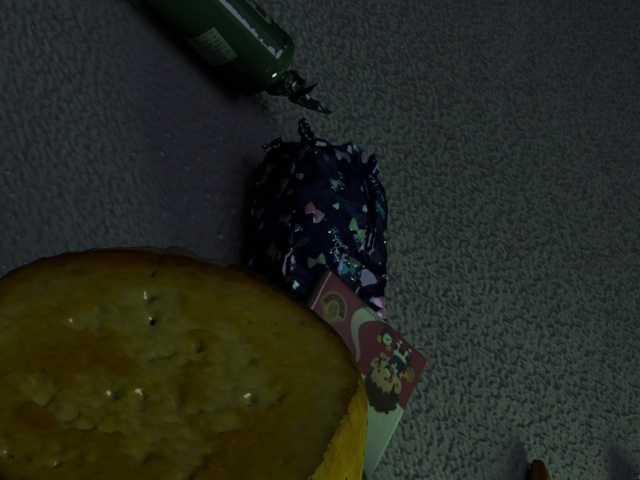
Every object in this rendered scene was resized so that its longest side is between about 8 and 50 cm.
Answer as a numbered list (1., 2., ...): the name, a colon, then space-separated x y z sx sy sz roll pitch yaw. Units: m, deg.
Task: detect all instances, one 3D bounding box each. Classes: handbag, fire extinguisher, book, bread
1. handbag: 0.000 0.000 2.011 0.162 0.113 0.260 26 47 -30
2. fire extinguisher: -0.104 -0.240 2.082 0.294 0.118 0.093 43 70 -25
3. book: 0.011 0.167 1.888 0.162 0.022 0.232 43 57 -24
4. bread: -0.140 0.172 1.462 0.398 0.215 0.398 8 37 -6

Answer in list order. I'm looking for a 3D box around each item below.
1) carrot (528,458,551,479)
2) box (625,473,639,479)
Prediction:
1. carrot: 0.262 0.354 2.159 0.061 0.061 0.257 43 26 -26
2. box: 0.431 0.427 2.351 0.129 0.033 0.247 44 34 -26
